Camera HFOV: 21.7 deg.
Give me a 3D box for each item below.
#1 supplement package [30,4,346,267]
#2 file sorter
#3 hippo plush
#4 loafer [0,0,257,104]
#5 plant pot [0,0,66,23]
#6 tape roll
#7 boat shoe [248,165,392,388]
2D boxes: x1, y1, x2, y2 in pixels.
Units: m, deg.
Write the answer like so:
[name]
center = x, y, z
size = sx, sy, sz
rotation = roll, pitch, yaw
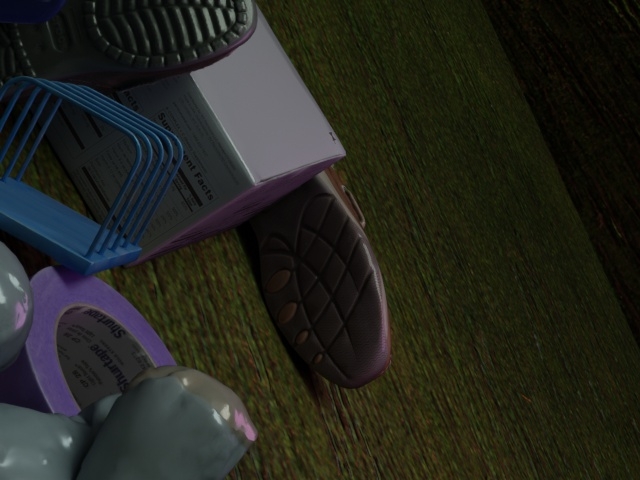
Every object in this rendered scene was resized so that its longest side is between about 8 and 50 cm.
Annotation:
[supplement package]
center = -0.120, -0.114, 1.507
size = 0.204, 0.145, 0.262
rotation = 59, 19, 2
[file sorter]
center = -0.179, -0.052, 1.217
size = 0.118, 0.104, 0.170
rotation = 28, 6, 3
[hippo plush]
center = -0.206, 0.130, 0.930
size = 0.236, 0.234, 0.294
rotation = 40, 63, 2
[loafer]
center = -0.173, -0.164, 1.338
size = 0.087, 0.251, 0.094
rotation = 53, 28, -83
[plant pot]
center = -0.270, -0.291, 1.235
size = 0.236, 0.236, 0.212
rotation = -86, 179, -60
[tape roll]
center = -0.167, 0.117, 1.143
size = 0.189, 0.080, 0.189
rotation = 47, 23, -26
[boat shoe]
center = 0.000, 0.000, 1.667
size = 0.116, 0.123, 0.324
rotation = 26, 38, -60
